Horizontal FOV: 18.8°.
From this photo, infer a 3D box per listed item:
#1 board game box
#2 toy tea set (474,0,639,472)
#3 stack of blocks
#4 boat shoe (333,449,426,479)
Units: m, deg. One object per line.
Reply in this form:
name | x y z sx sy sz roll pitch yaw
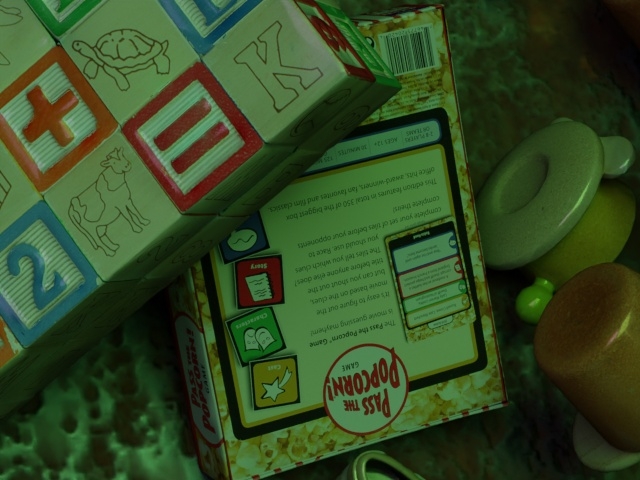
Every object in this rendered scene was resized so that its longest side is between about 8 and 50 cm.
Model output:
board game box | 0.000 0.000 0.886 0.146 0.045 0.194 -14 102 -21
toy tea set | 0.192 -0.038 0.942 0.124 0.200 0.336 37 74 -27
stack of blocks | -0.138 -0.037 0.795 0.297 0.087 0.171 -40 80 13
boat shoe | 0.069 0.155 0.886 0.153 0.048 0.056 43 64 5
